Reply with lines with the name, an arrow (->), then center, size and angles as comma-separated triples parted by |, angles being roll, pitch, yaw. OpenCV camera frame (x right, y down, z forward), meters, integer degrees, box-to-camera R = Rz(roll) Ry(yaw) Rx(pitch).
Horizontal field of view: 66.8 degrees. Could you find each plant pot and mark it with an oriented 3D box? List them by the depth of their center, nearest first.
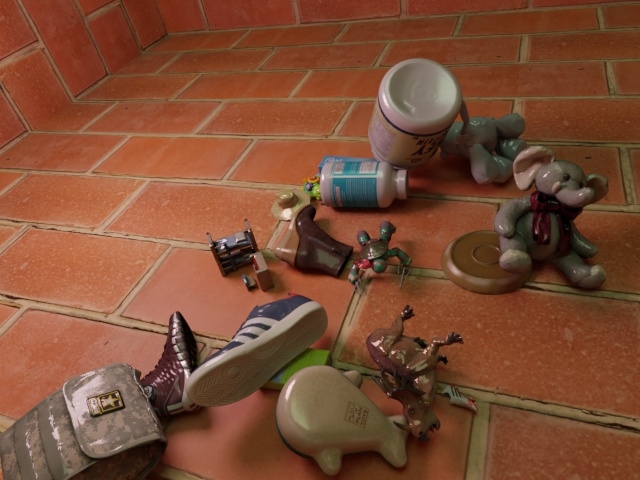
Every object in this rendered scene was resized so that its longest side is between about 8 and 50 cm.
plant pot -> 0.440, 0.045, 1.284 | 0.237, 0.032, 0.236 | -8, 41, 7

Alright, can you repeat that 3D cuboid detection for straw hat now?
straw hat -> -0.110, -0.136, 1.588 | 0.145, 0.061, 0.144 | -14, 49, 17

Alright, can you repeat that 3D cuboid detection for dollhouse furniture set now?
dollhouse furniture set -> -0.230, 0.053, 1.376 | 0.129, 0.128, 0.183 | -21, 41, -9

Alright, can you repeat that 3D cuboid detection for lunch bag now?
lunch bag -> -0.472, 0.406, 0.984 | 0.287, 0.168, 0.235 | -39, 46, -12

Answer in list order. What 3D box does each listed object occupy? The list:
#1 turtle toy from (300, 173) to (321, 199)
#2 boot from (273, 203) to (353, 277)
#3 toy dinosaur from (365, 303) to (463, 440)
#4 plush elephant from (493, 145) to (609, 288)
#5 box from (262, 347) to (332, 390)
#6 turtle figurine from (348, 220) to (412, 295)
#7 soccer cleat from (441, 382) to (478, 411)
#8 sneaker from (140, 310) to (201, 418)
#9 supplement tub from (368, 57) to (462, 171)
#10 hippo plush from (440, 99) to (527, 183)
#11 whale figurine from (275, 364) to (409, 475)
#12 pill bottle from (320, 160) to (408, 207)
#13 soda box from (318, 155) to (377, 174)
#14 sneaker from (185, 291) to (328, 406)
turtle toy -> -0.015, -0.179, 1.633 | 0.095, 0.066, 0.130 | -19, 41, -7
boot -> 0.000, 0.000, 1.435 | 0.207, 0.090, 0.248 | 16, 46, 13
toy dinosaur -> 0.165, 0.252, 1.025 | 0.200, 0.127, 0.296 | -27, 32, -21
plush elephant -> 0.574, -0.078, 1.191 | 0.272, 0.255, 0.330 | 14, 31, -7
box -> -0.073, 0.295, 1.124 | 0.178, 0.042, 0.109 | 4, 42, 20
turtle figurine -> 0.157, 0.042, 1.306 | 0.175, 0.118, 0.234 | -7, 35, 7
soccer cleat -> 0.288, 0.331, 1.002 | 0.036, 0.029, 0.083 | -38, 43, -15
sneaker -> -0.383, 0.298, 1.159 | 0.163, 0.106, 0.281 | -22, 42, -5
supplement tub -> 0.274, -0.366, 1.484 | 0.236, 0.325, 0.235 | 1, 74, -2
hippo plush -> 0.481, -0.296, 1.560 | 0.295, 0.234, 0.237 | 3, 4, -24
whale figurine -> 0.042, 0.367, 0.971 | 0.272, 0.141, 0.216 | 19, 48, 0
pill bottle -> 0.141, -0.176, 1.528 | 0.264, 0.146, 0.146 | 3, 43, 17
soda box -> 0.104, -0.241, 1.673 | 0.210, 0.067, 0.071 | 7, 44, 23
sneaker -> -0.156, 0.233, 1.101 | 0.350, 0.131, 0.148 | -28, 35, -25
